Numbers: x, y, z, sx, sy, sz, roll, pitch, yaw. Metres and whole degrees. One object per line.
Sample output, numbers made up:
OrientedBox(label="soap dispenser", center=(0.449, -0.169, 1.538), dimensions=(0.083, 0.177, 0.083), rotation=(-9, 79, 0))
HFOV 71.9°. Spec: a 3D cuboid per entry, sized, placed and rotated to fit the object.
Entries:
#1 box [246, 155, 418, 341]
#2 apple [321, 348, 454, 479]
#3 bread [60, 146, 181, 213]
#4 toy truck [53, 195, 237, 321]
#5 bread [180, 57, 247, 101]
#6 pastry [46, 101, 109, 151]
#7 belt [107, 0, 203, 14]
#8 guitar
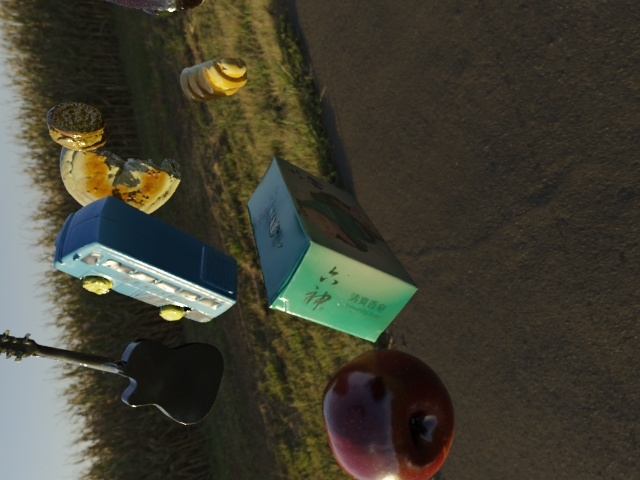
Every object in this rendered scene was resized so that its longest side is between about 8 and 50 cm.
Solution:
OrientedBox(label="box", center=(0.000, 0.000, 0.569), dimensions=(0.092, 0.153, 0.245), rotation=(-56, 30, 20))
OrientedBox(label="apple", center=(0.110, 0.293, 0.739), dimensions=(0.201, 0.218, 0.219), rotation=(-25, 77, 53))
OrientedBox(label="bread", center=(-0.572, -0.158, 1.268), dimensions=(0.171, 0.313, 0.192), rotation=(24, 107, 54))
OrientedBox(label="toy truck", center=(-0.368, 0.051, 0.984), dimensions=(0.162, 0.384, 0.161), rotation=(-31, 47, 28))
OrientedBox(label="bread", center=(-0.256, -0.390, 1.068), dimensions=(0.177, 0.119, 0.084), rotation=(-2, 105, 39))
OrientedBox(label="pastry", center=(-0.449, -0.212, 0.819), dimensions=(0.097, 0.109, 0.057), rotation=(32, 138, 10))
OrientedBox(label="belt", center=(-0.290, -0.446, 0.690), dimensions=(0.289, 0.184, 0.164), rotation=(31, 143, 24))
OrientedBox(label="guitar", center=(-0.208, 0.131, 0.457), dimensions=(0.025, 0.233, 0.088), rotation=(-9, 61, 49))
